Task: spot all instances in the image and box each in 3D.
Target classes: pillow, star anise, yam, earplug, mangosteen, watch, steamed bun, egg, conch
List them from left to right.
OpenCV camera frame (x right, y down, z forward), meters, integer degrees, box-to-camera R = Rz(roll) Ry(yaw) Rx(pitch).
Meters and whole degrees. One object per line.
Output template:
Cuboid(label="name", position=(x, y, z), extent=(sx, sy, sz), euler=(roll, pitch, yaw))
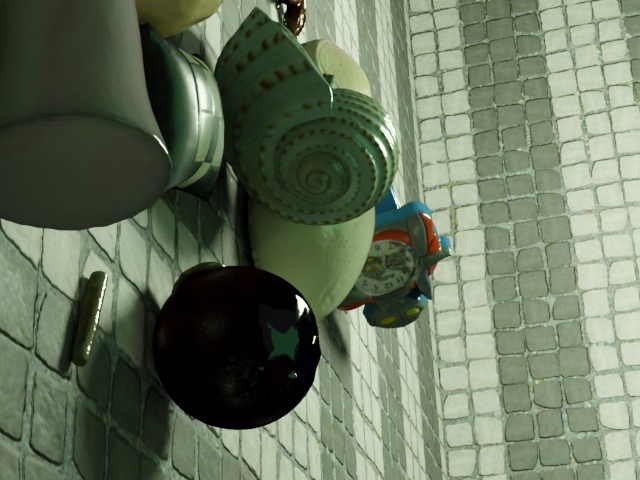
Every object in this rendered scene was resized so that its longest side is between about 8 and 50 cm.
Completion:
Cuboid(label="earplug", position=(-0.231, -0.179, 1.111), extent=(0.172, 0.172, 0.301), euler=(60, 17, -58))
Cuboid(label="yam", position=(-0.225, 0.075, 1.220), extent=(0.116, 0.021, 0.021), euler=(-86, 162, -45))
Cuboid(label="pillow", position=(-0.168, -0.137, 1.428), extent=(0.250, 0.106, 0.185), euler=(1, 87, -82))
Cuboid(label="mangosteen", position=(-0.103, 0.108, 1.427), extent=(0.230, 0.194, 0.194), euler=(47, -22, 55))
Cuboid(label="conch", position=(-0.045, -0.163, 1.746), extent=(0.303, 0.215, 0.319), euler=(49, -2, -25))
Cuboid(label="star anise", position=(-0.058, -0.466, 2.273), extent=(0.157, 0.054, 0.212), euler=(29, 55, -75))
Cuboid(label="steamed bun", position=(-0.019, -0.238, 2.058), extent=(0.152, 0.170, 0.238), euler=(48, 24, -24))
Cuboid(label="egg", position=(-0.001, -0.002, 1.923), extent=(0.264, 0.174, 0.286), euler=(26, 59, -70))
Cuboid(label="watch", position=(0.113, 0.002, 2.360), extent=(0.274, 0.241, 0.305), euler=(-106, 176, -47))

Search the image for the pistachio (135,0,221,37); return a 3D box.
Cuboid(label="pistachio", position=(-0.190, -0.328, 1.320), extent=(0.193, 0.214, 0.318), euler=(42, -11, 25))
